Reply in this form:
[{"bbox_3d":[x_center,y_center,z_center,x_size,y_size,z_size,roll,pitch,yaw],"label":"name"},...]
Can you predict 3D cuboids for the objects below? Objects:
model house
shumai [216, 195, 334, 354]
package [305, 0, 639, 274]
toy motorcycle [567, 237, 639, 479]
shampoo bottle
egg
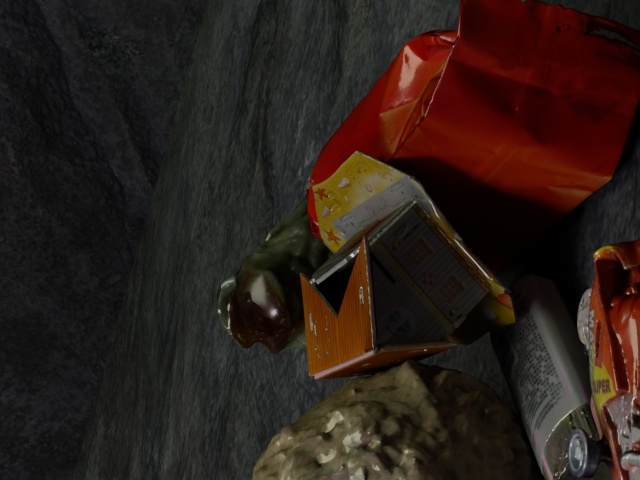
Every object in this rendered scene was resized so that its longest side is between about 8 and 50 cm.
[{"bbox_3d":[0.035,0.052,1.555,0.136,0.207,0.219,-44,7,-26],"label":"model house"},{"bbox_3d":[0.000,0.000,1.978,0.222,0.204,0.272,122,157,-49],"label":"shumai"},{"bbox_3d":[0.128,-0.080,1.603,0.423,0.196,0.123,134,146,-61],"label":"package"},{"bbox_3d":[0.247,0.100,1.292,0.298,0.089,0.171,-102,28,-50],"label":"toy motorcycle"},{"bbox_3d":[0.198,0.124,1.494,0.227,0.056,0.086,-106,33,-56],"label":"shampoo bottle"},{"bbox_3d":[0.055,0.253,1.535,0.310,0.279,0.279,-66,16,-5],"label":"egg"}]
